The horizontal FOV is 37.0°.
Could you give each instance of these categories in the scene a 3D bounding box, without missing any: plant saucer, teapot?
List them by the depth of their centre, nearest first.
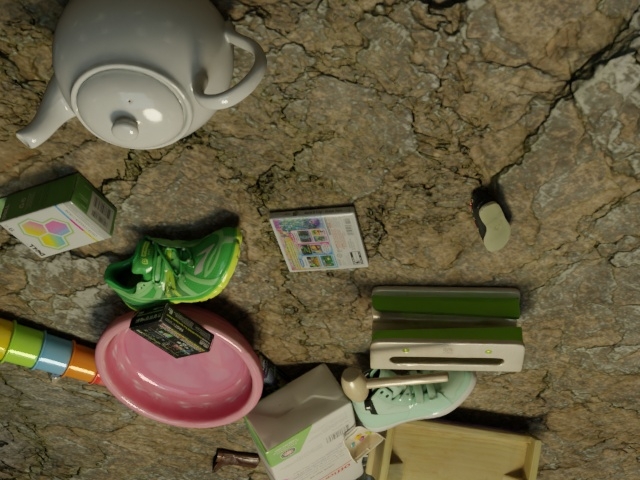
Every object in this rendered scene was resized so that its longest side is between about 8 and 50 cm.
[{"bbox_3d":[-0.229,-0.206,1.230,0.252,0.187,0.256,19,140,-19],"label":"teapot"},{"bbox_3d":[-0.271,0.237,1.875,0.332,0.084,0.332,6,132,6],"label":"plant saucer"}]

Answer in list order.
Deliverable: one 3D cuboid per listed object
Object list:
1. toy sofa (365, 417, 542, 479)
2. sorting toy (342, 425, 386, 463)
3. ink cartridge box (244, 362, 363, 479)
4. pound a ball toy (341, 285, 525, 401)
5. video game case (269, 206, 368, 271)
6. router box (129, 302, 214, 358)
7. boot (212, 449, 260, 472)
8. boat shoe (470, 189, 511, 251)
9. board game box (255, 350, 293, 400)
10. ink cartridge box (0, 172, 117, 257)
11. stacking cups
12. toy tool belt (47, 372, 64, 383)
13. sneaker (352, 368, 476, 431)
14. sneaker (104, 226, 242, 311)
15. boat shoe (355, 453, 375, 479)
[{"bbox_3d":[0.289,0.471,2.118,0.362,0.150,0.177,9,179,-7],"label":"toy sofa"},{"bbox_3d":[0.082,0.415,1.999,0.083,0.045,0.075,-41,137,5],"label":"sorting toy"},{"bbox_3d":[-0.029,0.439,2.062,0.207,0.119,0.353,-29,144,-14],"label":"ink cartridge box"},{"bbox_3d":[0.201,0.203,1.719,0.319,0.208,0.136,0,143,5],"label":"pound a ball toy"},{"bbox_3d":[0.000,0.000,1.625,0.143,0.019,0.157,-4,143,11],"label":"video game case"},{"bbox_3d":[-0.264,0.162,1.700,0.092,0.038,0.122,-15,138,40],"label":"router box"},{"bbox_3d":[-0.209,0.557,2.381,0.114,0.037,0.106,8,146,-13],"label":"boot"},{"bbox_3d":[0.274,-0.031,1.541,0.049,0.042,0.133,-28,139,0],"label":"boat shoe"},{"bbox_3d":[-0.166,0.301,2.019,0.170,0.048,0.141,-17,140,25],"label":"board game box"},{"bbox_3d":[-0.456,-0.033,1.587,0.209,0.062,0.109,-14,140,23],"label":"ink cartridge box"},{"bbox_3d":[-0.538,0.226,1.925,0.316,0.096,0.096,19,141,-23],"label":"stacking cups"},{"bbox_3d":[-0.546,0.266,2.018,0.051,0.052,0.083,-13,157,-32],"label":"toy tool belt"},{"bbox_3d":[0.181,0.291,1.899,0.255,0.094,0.151,-25,138,7],"label":"sneaker"},{"bbox_3d":[-0.257,0.048,1.637,0.295,0.109,0.123,-23,140,31],"label":"sneaker"},{"bbox_3d":[0.124,0.598,2.329,0.121,0.119,0.335,1,143,4],"label":"boat shoe"}]
